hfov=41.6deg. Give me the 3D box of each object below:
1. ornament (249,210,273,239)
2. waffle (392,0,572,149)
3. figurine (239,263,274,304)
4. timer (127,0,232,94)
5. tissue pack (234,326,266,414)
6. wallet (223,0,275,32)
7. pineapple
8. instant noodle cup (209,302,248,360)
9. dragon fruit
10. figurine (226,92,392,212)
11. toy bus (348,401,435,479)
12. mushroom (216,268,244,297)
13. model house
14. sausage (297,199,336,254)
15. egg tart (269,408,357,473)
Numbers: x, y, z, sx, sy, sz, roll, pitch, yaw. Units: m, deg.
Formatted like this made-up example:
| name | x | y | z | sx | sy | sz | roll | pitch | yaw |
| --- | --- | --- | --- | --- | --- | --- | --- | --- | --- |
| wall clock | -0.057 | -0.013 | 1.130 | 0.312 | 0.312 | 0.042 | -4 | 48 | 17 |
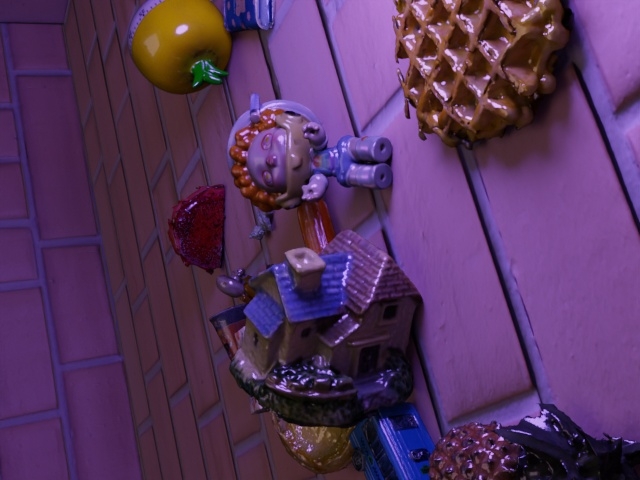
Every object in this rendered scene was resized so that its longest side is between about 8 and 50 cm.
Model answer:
| name | x | y | z | sx | sy | sz | roll | pitch | yaw |
| --- | --- | --- | --- | --- | --- | --- | --- | --- | --- |
| ornament | -0.141 | -0.043 | 2.071 | 0.068 | 0.041 | 0.092 | 24 | 107 | 54 |
| waffle | 0.218 | -0.328 | 1.257 | 0.382 | 0.095 | 0.380 | 175 | 87 | -65 |
| figurine | -0.122 | 0.154 | 2.020 | 0.122 | 0.121 | 0.176 | 51 | 157 | 31 |
| timer | -0.333 | -0.477 | 2.140 | 0.285 | 0.285 | 0.285 | 21 | 114 | 61 |
| tissue pack | -0.105 | 0.289 | 1.946 | 0.092 | 0.148 | 0.196 | -42 | 58 | 55 |
| wallet | -0.173 | -0.571 | 2.007 | 0.202 | 0.059 | 0.141 | 22 | 113 | 61 |
| pineapple | 0.310 | 0.309 | 1.154 | 0.364 | 0.165 | 0.166 | -26 | 71 | 53 |
| instant noodle cup | -0.211 | 0.246 | 2.194 | 0.127 | 0.127 | 0.136 | -42 | 66 | 58 |
| dragon fruit | -0.346 | -0.038 | 2.384 | 0.189 | 0.162 | 0.262 | -89 | 1 | -74 |
| figurine | -0.011 | -0.144 | 1.672 | 0.381 | 0.205 | 0.225 | 25 | 115 | 38 |
| toy bus | 0.154 | 0.418 | 1.499 | 0.134 | 0.113 | 0.246 | -63 | 39 | 38 |
| mushroom | -0.235 | 0.110 | 2.264 | 0.085 | 0.085 | 0.079 | 18 | 82 | 61 |
| model house | 0.027 | 0.143 | 1.494 | 0.261 | 0.321 | 0.266 | 38 | 127 | 47 |
| sausage | 0.000 | 0.000 | 1.765 | 0.071 | 0.071 | 0.234 | -47 | 54 | 56 |
| egg tart | 0.002 | 0.354 | 1.777 | 0.278 | 0.095 | 0.279 | 9 | 103 | 42 |
